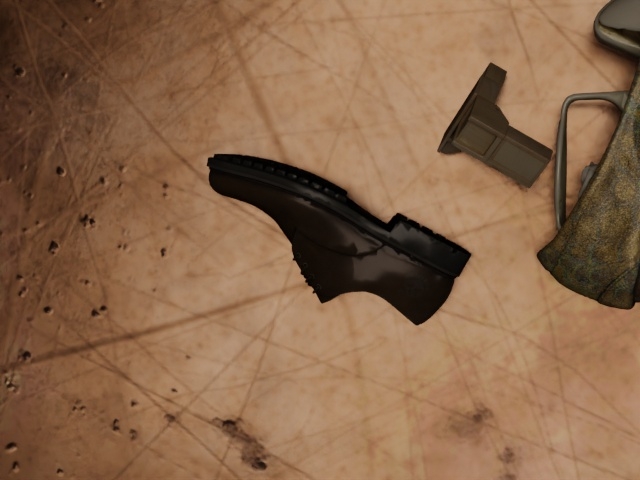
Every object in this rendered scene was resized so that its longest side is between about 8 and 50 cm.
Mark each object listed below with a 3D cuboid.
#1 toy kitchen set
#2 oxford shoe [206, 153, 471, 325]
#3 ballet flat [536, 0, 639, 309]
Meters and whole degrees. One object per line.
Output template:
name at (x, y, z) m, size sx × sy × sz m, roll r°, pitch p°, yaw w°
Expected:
toy kitchen set at (0.143, -0.082, 1.245) m, size 0.075 × 0.083 × 0.068 m, roll 29°, pitch 131°, yaw -4°
oxford shoe at (0.000, 0.000, 1.254) m, size 0.227 × 0.083 × 0.096 m, roll 28°, pitch 98°, yaw 7°
ballet flat at (0.254, -0.121, 1.208) m, size 0.123 × 0.123 × 0.348 m, roll 17°, pitch 94°, yaw 6°
